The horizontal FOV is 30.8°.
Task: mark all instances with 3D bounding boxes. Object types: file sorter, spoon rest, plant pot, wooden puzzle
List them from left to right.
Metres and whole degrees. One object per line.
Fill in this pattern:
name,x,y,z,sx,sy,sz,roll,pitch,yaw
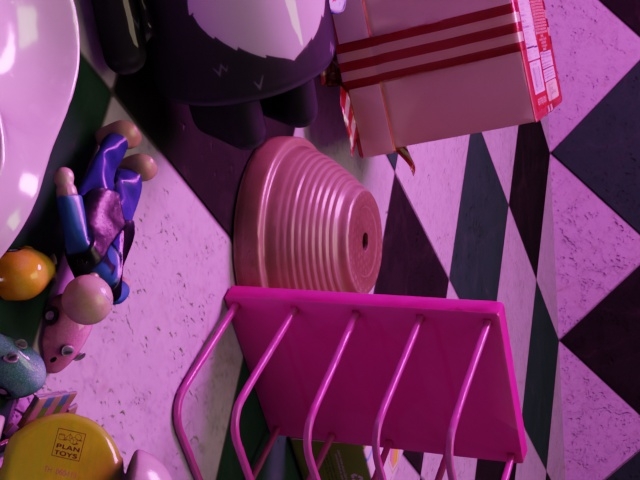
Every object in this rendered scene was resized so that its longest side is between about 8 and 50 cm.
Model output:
spoon rest,-0.218,-0.087,0.779,0.137,0.084,0.276,54,42,-57
wooden puzzle,-0.210,0.134,0.871,0.049,0.006,0.083,-57,161,10
plant pot,0.000,0.000,1.301,0.237,0.110,0.237,-1,90,-68
file sorter,0.030,0.186,1.140,0.182,0.291,0.202,-60,144,-46

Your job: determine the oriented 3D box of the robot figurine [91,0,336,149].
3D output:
robot figurine,-0.079,-0.222,1.005,0.209,0.173,0.278,-60,144,-56

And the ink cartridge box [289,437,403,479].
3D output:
ink cartridge box,0.059,0.272,1.471,0.189,0.097,0.255,-64,146,-48

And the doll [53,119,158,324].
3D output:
doll,-0.172,-0.011,0.908,0.189,0.046,0.129,-86,161,-44

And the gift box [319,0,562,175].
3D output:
gift box,0.145,-0.222,1.458,0.255,0.258,0.276,-22,103,-67

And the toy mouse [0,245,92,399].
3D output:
toy mouse,-0.208,0.075,0.876,0.161,0.031,0.143,-12,101,-68

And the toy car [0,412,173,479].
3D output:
toy car,-0.193,0.213,0.800,0.136,0.159,0.182,126,-24,-64

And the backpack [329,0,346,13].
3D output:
backpack,-0.020,-0.279,1.279,0.105,0.084,0.114,-3,96,-66
